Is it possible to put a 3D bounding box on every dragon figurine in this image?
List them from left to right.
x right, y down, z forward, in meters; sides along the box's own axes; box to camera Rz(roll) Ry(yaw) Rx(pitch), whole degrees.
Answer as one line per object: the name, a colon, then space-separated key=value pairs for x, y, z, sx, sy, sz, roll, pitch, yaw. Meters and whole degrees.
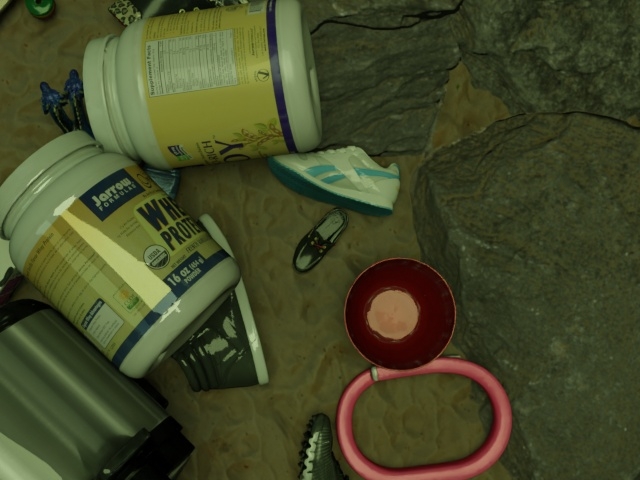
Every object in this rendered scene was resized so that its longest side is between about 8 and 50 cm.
dragon figurine: x=-0.383 y=-0.123 z=1.380 sx=0.085 sy=0.144 sz=0.289 roll=-13 pitch=86 yaw=-4

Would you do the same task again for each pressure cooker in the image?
pressure cooker: x=-0.389 y=0.342 z=1.224 sx=0.420 sy=0.370 sz=0.375 roll=42 pitch=87 yaw=5

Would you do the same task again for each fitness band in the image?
fitness band: x=0.170 y=0.298 z=1.418 sx=0.291 sy=0.054 sz=0.208 roll=-6 pitch=85 yaw=-3

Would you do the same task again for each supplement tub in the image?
supplement tub: x=-0.297 y=0.017 z=1.238 sx=0.316 sy=0.228 sz=0.228 roll=44 pitch=84 yaw=2
supplement tub: x=-0.176 y=-0.238 z=1.344 sx=0.331 sy=0.241 sz=0.241 roll=-7 pitch=85 yaw=6

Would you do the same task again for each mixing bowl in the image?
mixing bowl: x=0.124 y=0.121 z=1.409 sx=0.182 sy=0.098 sz=0.181 roll=0 pitch=85 yaw=-4

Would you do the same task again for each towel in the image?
towel: x=-0.277 y=-0.070 z=1.439 sx=0.067 sy=0.029 sz=0.119 roll=13 pitch=83 yaw=-2

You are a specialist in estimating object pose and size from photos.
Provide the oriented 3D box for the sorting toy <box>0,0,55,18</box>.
sorting toy: x=-0.588 y=-0.432 z=1.446 sx=0.274 sy=0.046 sz=0.132 roll=38 pitch=84 yaw=0

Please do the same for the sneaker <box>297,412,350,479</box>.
sneaker: x=0.015 y=0.398 z=1.391 sx=0.106 sy=0.078 sz=0.234 roll=5 pitch=88 yaw=-6

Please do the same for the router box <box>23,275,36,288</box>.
router box: x=-0.436 y=0.015 z=1.412 sx=0.179 sy=0.046 sz=0.133 roll=41 pitch=85 yaw=1

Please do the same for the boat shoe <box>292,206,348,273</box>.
boat shoe: x=-0.001 y=-0.001 z=1.443 sx=0.049 sy=0.042 sz=0.133 roll=39 pitch=85 yaw=-1

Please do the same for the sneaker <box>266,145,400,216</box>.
sneaker: x=0.022 y=-0.115 z=1.439 sx=0.229 sy=0.087 sz=0.092 roll=18 pitch=76 yaw=-8

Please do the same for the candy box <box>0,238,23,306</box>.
candy box: x=-0.563 y=0.040 z=1.358 sx=0.159 sy=0.071 sz=0.233 roll=38 pitch=103 yaw=1

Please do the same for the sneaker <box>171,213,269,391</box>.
sneaker: x=-0.192 y=0.111 z=1.387 sx=0.147 sy=0.104 sz=0.295 roll=-16 pitch=90 yaw=-10

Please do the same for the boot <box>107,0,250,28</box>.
boot: x=-0.224 y=-0.377 z=1.445 sx=0.236 sy=0.085 sz=0.178 roll=44 pitch=86 yaw=7
